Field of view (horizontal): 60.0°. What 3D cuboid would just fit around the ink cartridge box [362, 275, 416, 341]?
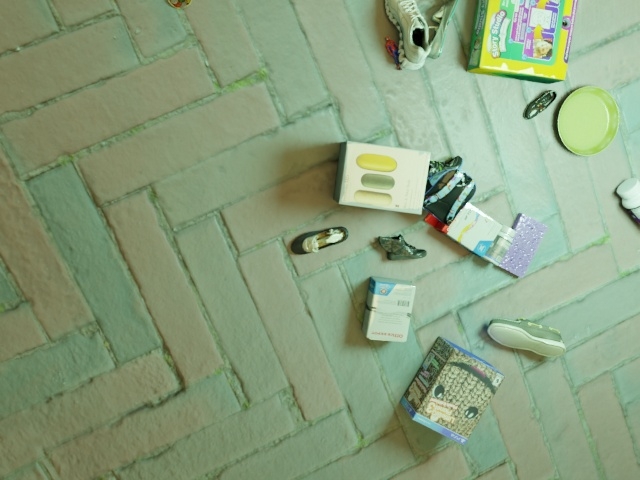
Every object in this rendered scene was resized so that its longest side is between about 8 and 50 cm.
[{"bbox_3d":[0.235,0.239,1.929,0.148,0.086,0.203,8,98,-11],"label":"ink cartridge box"}]

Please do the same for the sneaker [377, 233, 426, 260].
[{"bbox_3d":[0.285,0.019,1.921,0.170,0.051,0.089,-5,104,-6],"label":"sneaker"}]

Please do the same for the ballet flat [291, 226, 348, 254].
[{"bbox_3d":[0.000,0.000,1.859,0.203,0.074,0.074,-17,101,-7],"label":"ballet flat"}]

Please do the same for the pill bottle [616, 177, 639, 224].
[{"bbox_3d":[1.177,-0.134,2.026,0.193,0.108,0.108,43,90,-13],"label":"pill bottle"}]

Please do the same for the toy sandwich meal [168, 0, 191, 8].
[{"bbox_3d":[-0.429,-0.749,1.683,0.085,0.029,0.086,-2,99,-10],"label":"toy sandwich meal"}]

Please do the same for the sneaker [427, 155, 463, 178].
[{"bbox_3d":[0.401,-0.244,1.892,0.188,0.067,0.078,-25,108,-2],"label":"sneaker"}]

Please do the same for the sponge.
[{"bbox_3d":[0.728,0.019,2.010,0.117,0.031,0.210,24,94,-13],"label":"sponge"}]

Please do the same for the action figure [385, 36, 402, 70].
[{"bbox_3d":[0.247,-0.619,1.826,0.038,0.030,0.115,-34,101,0],"label":"action figure"}]

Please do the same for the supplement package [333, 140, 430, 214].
[{"bbox_3d":[0.189,-0.204,1.782,0.262,0.198,0.200,7,98,-5],"label":"supplement package"}]

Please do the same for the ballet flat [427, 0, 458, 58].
[{"bbox_3d":[0.390,-0.706,1.817,0.068,0.072,0.214,18,95,-1],"label":"ballet flat"}]

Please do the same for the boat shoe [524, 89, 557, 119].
[{"bbox_3d":[0.766,-0.474,1.934,0.133,0.042,0.049,-43,105,0],"label":"boat shoe"}]

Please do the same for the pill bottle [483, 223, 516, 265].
[{"bbox_3d":[0.630,0.014,1.968,0.078,0.078,0.137,29,93,-13],"label":"pill bottle"}]

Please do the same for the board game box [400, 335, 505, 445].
[{"bbox_3d":[0.470,0.535,1.990,0.231,0.141,0.291,29,93,-13],"label":"board game box"}]

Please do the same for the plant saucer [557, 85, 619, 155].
[{"bbox_3d":[0.946,-0.423,1.976,0.240,0.037,0.241,-1,99,-9],"label":"plant saucer"}]

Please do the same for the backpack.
[{"bbox_3d":[0.414,-0.163,1.828,0.158,0.117,0.173,33,109,-21],"label":"backpack"}]

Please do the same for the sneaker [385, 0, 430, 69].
[{"bbox_3d":[0.286,-0.700,1.761,0.109,0.118,0.293,-16,89,-10],"label":"sneaker"}]

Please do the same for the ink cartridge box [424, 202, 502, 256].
[{"bbox_3d":[0.497,-0.059,1.933,0.230,0.078,0.134,31,92,-13],"label":"ink cartridge box"}]

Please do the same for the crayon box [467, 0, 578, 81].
[{"bbox_3d":[0.676,-0.730,1.844,0.312,0.106,0.364,5,98,-10],"label":"crayon box"}]

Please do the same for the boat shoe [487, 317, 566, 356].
[{"bbox_3d":[0.751,0.340,2.036,0.304,0.091,0.109,18,138,-8],"label":"boat shoe"}]
